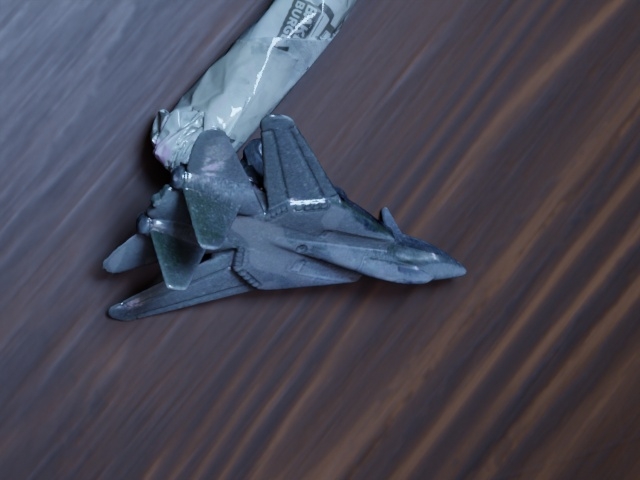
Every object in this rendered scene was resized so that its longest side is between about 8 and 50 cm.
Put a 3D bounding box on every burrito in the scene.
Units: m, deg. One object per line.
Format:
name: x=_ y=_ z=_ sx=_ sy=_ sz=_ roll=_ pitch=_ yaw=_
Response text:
burrito: x=-0.040 y=-0.121 z=1.049 sx=0.064 sy=0.064 sz=0.203 roll=46 pitch=75 yaw=-19

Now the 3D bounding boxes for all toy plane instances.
toy plane: x=-0.004 y=-0.009 z=1.057 sx=0.267 sy=0.212 sz=0.088 roll=4 pitch=49 yaw=-41
